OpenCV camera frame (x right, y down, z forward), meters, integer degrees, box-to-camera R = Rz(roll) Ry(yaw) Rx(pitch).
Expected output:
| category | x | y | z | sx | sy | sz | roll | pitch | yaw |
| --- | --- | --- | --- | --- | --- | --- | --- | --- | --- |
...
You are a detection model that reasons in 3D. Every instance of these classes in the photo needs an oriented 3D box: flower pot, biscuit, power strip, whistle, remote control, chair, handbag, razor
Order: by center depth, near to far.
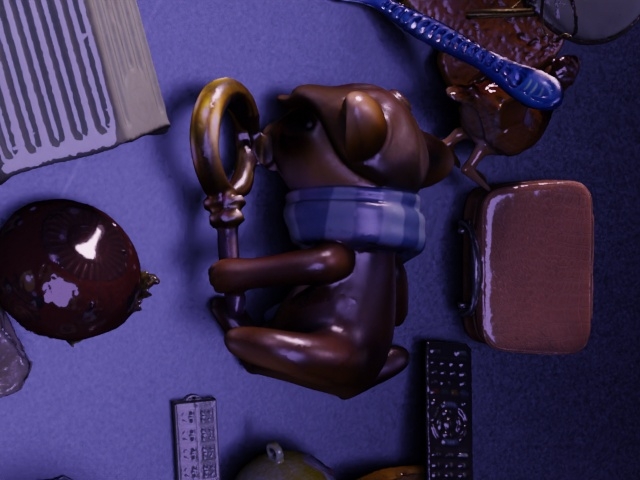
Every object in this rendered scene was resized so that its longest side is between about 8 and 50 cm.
| category | x | y | z | sx | sy | sz | roll | pitch | yaw |
| --- | --- | --- | --- | --- | --- | --- | --- | --- | --- |
| flower pot | -0.281 | -0.165 | 1.593 | 0.209 | 0.239 | 0.189 | -11 | 100 | 19 |
| chair | 0.257 | -0.269 | 1.629 | 0.170 | 0.326 | 0.159 | 7 | 96 | -16 |
| razor | 0.122 | -0.221 | 1.718 | 0.324 | 0.056 | 0.093 | 35 | 83 | 20 |
| whistle | -0.026 | 0.311 | 1.757 | 0.123 | 0.123 | 0.223 | -16 | 112 | -13 |
| power strip | -0.132 | 0.234 | 1.762 | 0.051 | 0.019 | 0.136 | -3 | 95 | -17 |
| remote control | 0.138 | 0.230 | 1.795 | 0.063 | 0.025 | 0.245 | 8 | 76 | -30 |
| biscuit | 0.201 | -0.295 | 1.801 | 0.208 | 0.041 | 0.290 | 21 | 93 | -17 |
| handbag | 0.226 | 0.027 | 1.818 | 0.151 | 0.072 | 0.193 | 2 | 95 | -15 |

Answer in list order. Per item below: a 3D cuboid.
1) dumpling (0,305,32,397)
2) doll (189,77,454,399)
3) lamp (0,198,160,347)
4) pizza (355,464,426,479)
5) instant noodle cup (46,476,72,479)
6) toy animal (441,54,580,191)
| category | x | y | z | sx | sy | sz | roll | pitch | yaw |
| --- | --- | --- | --- | --- | --- | --- | --- | --- | --- |
| dumpling | -0.386 | 0.092 | 1.638 | 0.136 | 0.118 | 0.199 | -41 | 88 | 10 |
| doll | -0.003 | 0.000 | 1.706 | 0.318 | 0.209 | 0.339 | 7 | 95 | -48 |
| lamp | -0.262 | 0.038 | 1.658 | 0.157 | 0.135 | 0.156 | 47 | 40 | 5 |
| pizza | 0.097 | 0.350 | 1.813 | 0.147 | 0.069 | 0.226 | -28 | 105 | -33 |
| instant noodle cup | -0.244 | 0.402 | 1.592 | 0.284 | 0.312 | 0.284 | -1 | 94 | -16 |
| toy animal | 0.201 | -0.150 | 1.759 | 0.179 | 0.188 | 0.089 | -46 | 60 | 5 |
